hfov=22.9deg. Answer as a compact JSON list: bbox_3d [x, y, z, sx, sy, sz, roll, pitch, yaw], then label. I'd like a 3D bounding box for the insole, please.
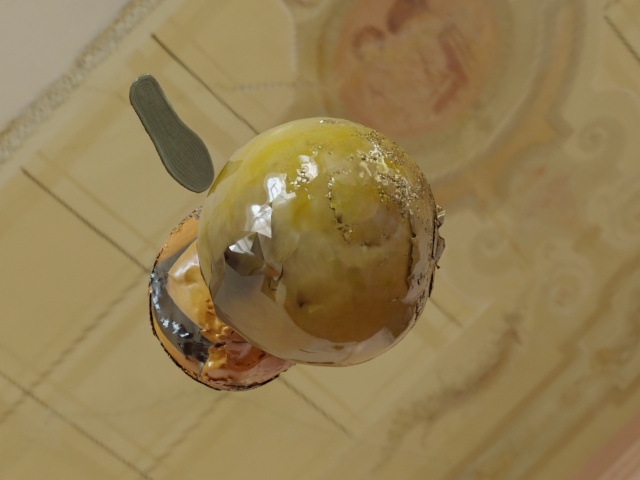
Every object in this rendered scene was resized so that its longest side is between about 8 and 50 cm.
[{"bbox_3d":[-0.144,-0.102,1.547,0.053,0.002,0.152,-50,-47,-25],"label":"insole"}]

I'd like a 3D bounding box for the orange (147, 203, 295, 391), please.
[{"bbox_3d":[-0.074,0.051,1.717,0.234,0.182,0.234,-23,-46,-25],"label":"orange"}]

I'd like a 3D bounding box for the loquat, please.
[{"bbox_3d":[0.000,0.000,1.448,0.235,0.235,0.235,-11,-61,-20],"label":"loquat"}]
